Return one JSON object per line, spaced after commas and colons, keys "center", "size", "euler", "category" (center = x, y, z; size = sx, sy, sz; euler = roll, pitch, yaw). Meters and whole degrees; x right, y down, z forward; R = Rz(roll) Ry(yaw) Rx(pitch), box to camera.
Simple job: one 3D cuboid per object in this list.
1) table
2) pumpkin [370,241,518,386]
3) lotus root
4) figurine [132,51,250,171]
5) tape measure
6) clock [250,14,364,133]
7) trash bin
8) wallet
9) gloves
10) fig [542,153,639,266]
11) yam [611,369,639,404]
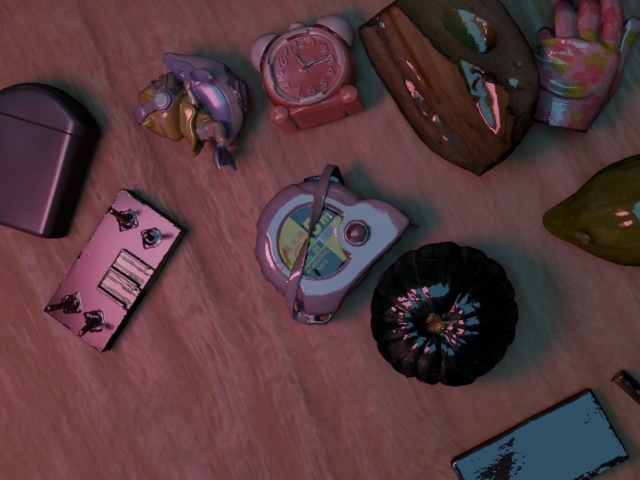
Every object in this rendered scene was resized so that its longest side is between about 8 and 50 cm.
{"center": [-0.336, 0.048, 1.655], "size": [0.122, 0.111, 0.240], "euler": [34, 94, 7], "category": "table"}
{"center": [0.182, 0.110, 1.545], "size": [0.221, 0.162, 0.220], "euler": [2, 99, 16], "category": "pumpkin"}
{"center": [0.208, -0.258, 1.556], "size": [0.142, 0.210, 0.314], "euler": [-27, 78, -29], "category": "lotus root"}
{"center": [-0.195, -0.200, 1.632], "size": [0.184, 0.128, 0.208], "euler": [-23, 90, 10], "category": "figurine"}
{"center": [0.000, 0.000, 1.596], "size": [0.197, 0.120, 0.236], "euler": [42, 91, 2], "category": "tape measure"}
{"center": [-0.018, -0.262, 1.626], "size": [0.166, 0.093, 0.162], "euler": [-15, 77, 9], "category": "clock"}
{"center": [-0.466, -0.136, 1.688], "size": [0.177, 0.101, 0.236], "euler": [17, 95, 7], "category": "trash bin"}
{"center": [0.331, 0.331, 1.584], "size": [0.244, 0.025, 0.124], "euler": [-30, 84, 9], "category": "wallet"}
{"center": [0.388, -0.284, 1.542], "size": [0.145, 0.126, 0.241], "euler": [16, 100, 15], "category": "gloves"}
{"center": [0.450, -0.043, 1.505], "size": [0.234, 0.167, 0.167], "euler": [-5, 88, 1], "category": "fig"}
{"center": [0.492, 0.246, 1.561], "size": [0.129, 0.033, 0.027], "euler": [44, 69, 3], "category": "yam"}
